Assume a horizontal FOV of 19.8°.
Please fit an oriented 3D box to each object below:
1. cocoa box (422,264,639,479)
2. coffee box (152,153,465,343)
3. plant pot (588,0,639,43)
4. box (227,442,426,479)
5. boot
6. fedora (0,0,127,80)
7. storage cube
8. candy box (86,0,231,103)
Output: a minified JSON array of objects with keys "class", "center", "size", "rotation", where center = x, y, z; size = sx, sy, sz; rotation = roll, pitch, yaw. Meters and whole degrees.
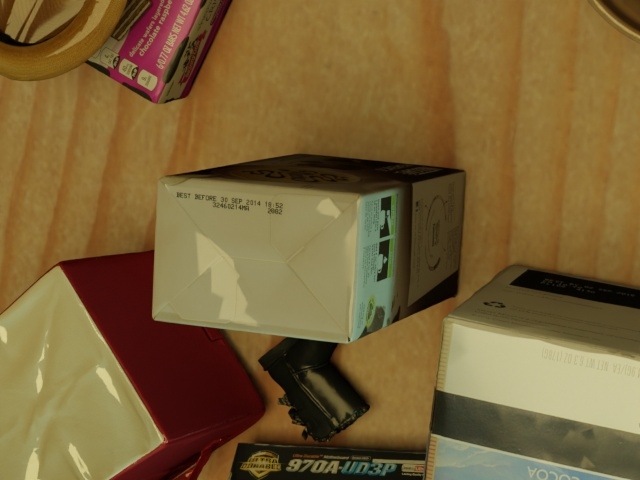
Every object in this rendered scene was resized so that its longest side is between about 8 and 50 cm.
[{"class":"cocoa box","center":[0.276,0.176,1.474],"size":[0.347,0.231,0.227],"rotation":[11,103,18]},{"class":"coffee box","center":[0.000,0.000,1.510],"size":[0.168,0.297,0.118],"rotation":[6,98,20]},{"class":"plant pot","center":[0.316,-0.264,1.450],"size":[0.237,0.110,0.237],"rotation":[4,101,21]},{"class":"box","center":[0.012,0.270,1.626],"size":[0.220,0.175,0.051],"rotation":[0,143,20]},{"class":"boot","center":[0.008,0.120,1.663],"size":[0.121,0.045,0.099],"rotation":[-40,82,28]},{"class":"fedora","center":[-0.237,-0.234,1.596],"size":[0.194,0.079,0.194],"rotation":[1,94,17]},{"class":"storage cube","center":[-0.199,0.137,1.651],"size":[0.184,0.193,0.215],"rotation":[-36,78,22]},{"class":"candy box","center":[-0.199,-0.249,1.661],"size":[0.233,0.071,0.159],"rotation":[30,108,13]}]
